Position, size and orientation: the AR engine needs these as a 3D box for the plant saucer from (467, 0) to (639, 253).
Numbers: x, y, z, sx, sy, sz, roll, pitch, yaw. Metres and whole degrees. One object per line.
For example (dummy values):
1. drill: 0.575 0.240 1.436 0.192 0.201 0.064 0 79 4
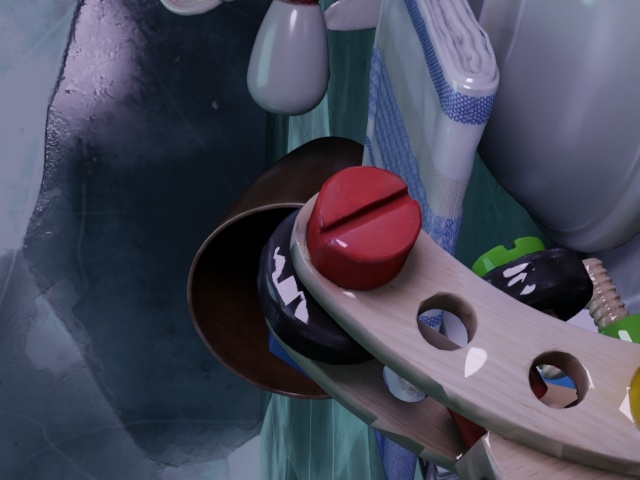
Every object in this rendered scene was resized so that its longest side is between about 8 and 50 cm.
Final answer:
1. plant saucer: 0.125 -0.193 0.823 0.400 0.100 0.400 -178 90 -81

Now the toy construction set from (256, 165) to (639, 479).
1. toy construction set: 0.148 0.047 0.457 0.309 0.257 0.237 -46 58 44

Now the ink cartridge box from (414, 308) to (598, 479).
1. ink cartridge box: 0.113 0.129 0.843 0.060 0.104 0.180 -103 16 -53

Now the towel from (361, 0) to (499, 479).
1. towel: 0.054 -0.022 0.820 0.209 0.034 0.285 -100 14 -55

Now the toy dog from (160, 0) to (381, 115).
1. toy dog: 0.027 -0.284 1.230 0.220 0.161 0.333 46 114 22

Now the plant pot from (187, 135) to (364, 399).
1. plant pot: 0.000 0.000 1.357 0.230 0.215 0.215 -75 -7 -57
